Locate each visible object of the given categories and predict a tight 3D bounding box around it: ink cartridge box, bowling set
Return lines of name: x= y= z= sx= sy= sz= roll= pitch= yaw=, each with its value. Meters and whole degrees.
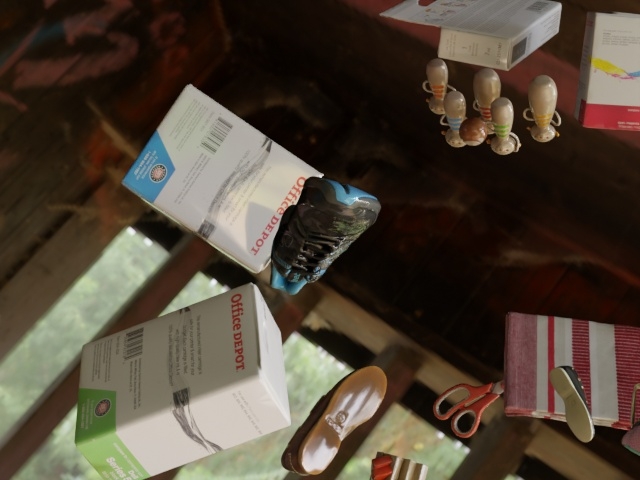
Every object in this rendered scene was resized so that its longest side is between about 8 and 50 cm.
ink cartridge box: x=-0.189 y=0.198 z=1.491 sx=0.198 sy=0.273 sz=0.115 roll=-100 pitch=167 yaw=-52
bowling set: x=0.304 y=-0.226 z=2.090 sx=0.287 sy=0.200 sz=0.154 roll=15 pitch=-38 yaw=24
ink cartridge box: x=-0.186 y=-0.111 z=2.027 sx=0.307 sy=0.223 sz=0.129 roll=34 pitch=-7 yaw=-7
ink cartridge box: x=0.476 y=-0.268 z=1.684 sx=0.127 sy=0.176 sz=0.128 roll=5 pitch=14 yaw=7
ink cartridge box: x=0.263 y=-0.377 z=1.870 sx=0.239 sy=0.275 sz=0.060 roll=15 pitch=-60 yaw=25

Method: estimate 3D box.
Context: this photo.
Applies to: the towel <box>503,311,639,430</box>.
towel: x=0.519 y=0.253 z=2.072 sx=0.329 sy=0.237 sz=0.037 roll=7 pitch=-41 yaw=5

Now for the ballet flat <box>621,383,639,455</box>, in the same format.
ballet flat: x=0.487 y=0.209 z=1.517 sx=0.079 sy=0.221 sz=0.077 roll=19 pitch=-31 yaw=30

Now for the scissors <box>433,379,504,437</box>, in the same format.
scissors: x=0.375 y=0.310 z=2.308 sx=0.109 sy=0.297 sz=0.021 roll=54 pitch=17 yaw=18

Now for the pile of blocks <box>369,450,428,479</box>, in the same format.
pile of blocks: x=0.081 y=0.599 z=2.264 sx=0.112 sy=0.362 sz=0.149 roll=33 pitch=1 yaw=-38

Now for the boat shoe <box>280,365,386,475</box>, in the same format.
boat shoe: x=0.016 y=0.265 z=1.608 sx=0.073 sy=0.207 sz=0.073 roll=54 pitch=-31 yaw=-12

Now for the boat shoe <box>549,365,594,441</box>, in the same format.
boat shoe: x=0.432 y=0.273 z=1.811 sx=0.049 sy=0.042 sz=0.133 roll=-37 pitch=-112 yaw=44

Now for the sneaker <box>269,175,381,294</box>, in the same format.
sneaker: x=0.000 y=0.000 z=1.671 sx=0.125 sy=0.140 sz=0.341 roll=22 pitch=-17 yaw=-6
